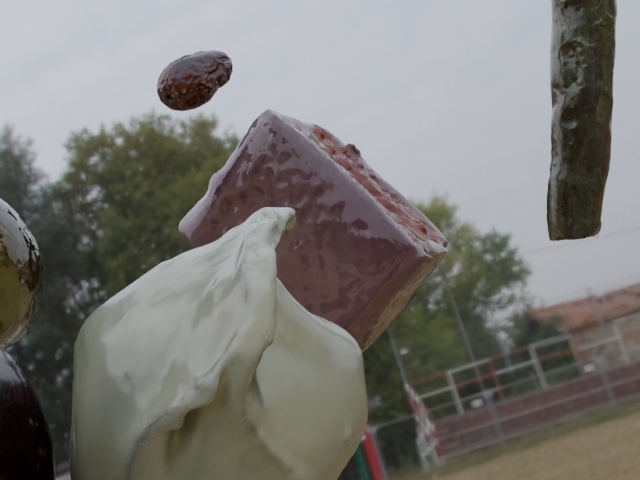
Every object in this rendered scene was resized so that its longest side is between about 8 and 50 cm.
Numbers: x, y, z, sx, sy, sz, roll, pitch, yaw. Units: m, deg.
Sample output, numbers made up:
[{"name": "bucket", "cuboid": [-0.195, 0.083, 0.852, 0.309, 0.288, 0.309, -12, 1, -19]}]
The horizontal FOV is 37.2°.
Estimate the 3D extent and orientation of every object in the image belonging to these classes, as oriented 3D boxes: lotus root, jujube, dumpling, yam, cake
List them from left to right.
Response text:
[{"name": "lotus root", "cuboid": [-0.278, 0.025, 0.666, 0.152, 0.160, 0.275, -52, 11, -20]}, {"name": "jujube", "cuboid": [-0.173, -0.230, 1.344, 0.077, 0.077, 0.129, -30, 6, 44]}, {"name": "dumpling", "cuboid": [-0.048, 0.076, 0.438, 0.132, 0.162, 0.250, 5, -42, -10]}, {"name": "cake", "cuboid": [0.000, 0.000, 1.321, 0.230, 0.309, 0.237, -49, -13, 17]}, {"name": "yam", "cuboid": [0.225, -0.135, 0.825, 0.061, 0.274, 0.061, -1, 8, 0]}]

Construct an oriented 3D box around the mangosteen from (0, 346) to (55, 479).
[{"name": "mangosteen", "cuboid": [-0.216, 0.082, 0.397, 0.192, 0.217, 0.192, -20, -29, -12]}]
